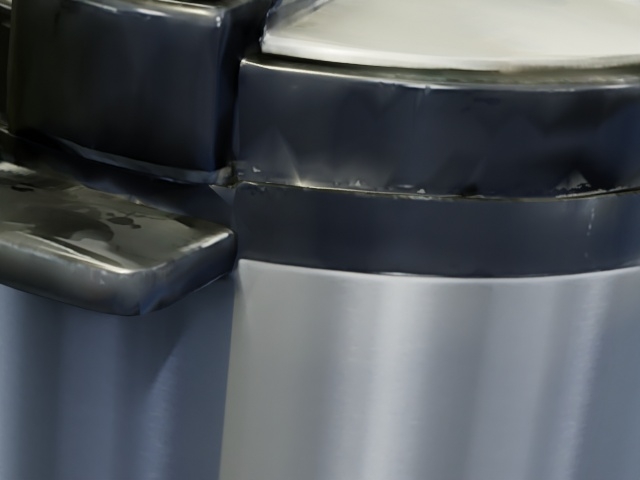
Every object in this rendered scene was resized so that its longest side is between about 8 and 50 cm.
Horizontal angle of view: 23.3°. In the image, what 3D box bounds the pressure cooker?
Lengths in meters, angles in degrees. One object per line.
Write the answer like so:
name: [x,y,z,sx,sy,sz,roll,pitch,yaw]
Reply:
pressure cooker: [0.006,0.001,0.655,0.375,0.370,0.420,-2,114,-17]
